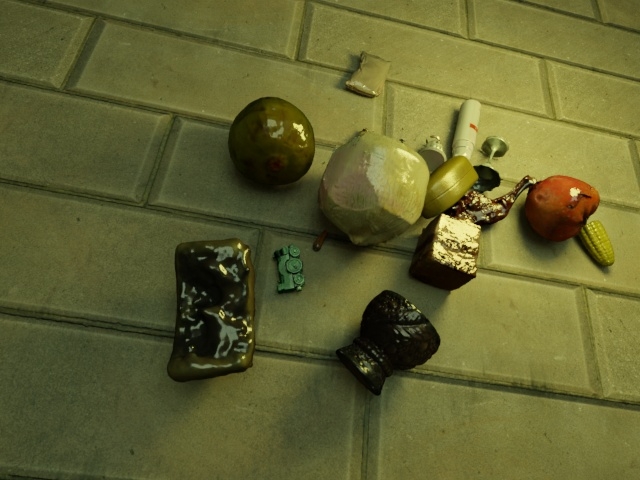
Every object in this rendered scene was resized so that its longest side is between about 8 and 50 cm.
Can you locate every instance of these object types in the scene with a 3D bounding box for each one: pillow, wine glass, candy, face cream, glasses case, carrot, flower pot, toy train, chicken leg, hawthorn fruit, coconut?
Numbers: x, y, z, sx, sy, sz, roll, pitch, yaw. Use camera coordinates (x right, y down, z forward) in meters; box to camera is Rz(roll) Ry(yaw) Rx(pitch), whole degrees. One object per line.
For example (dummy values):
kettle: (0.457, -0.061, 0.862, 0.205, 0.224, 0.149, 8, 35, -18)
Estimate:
pillow: (0.231, -0.788, 2.028, 0.173, 0.067, 0.270, 23, 63, -6)
wine glass: (0.738, -0.343, 1.887, 0.156, 0.156, 0.232, 30, 59, 3)
candy: (1.181, 0.018, 1.833, 0.106, 0.094, 0.198, -16, 76, -19)
face cream: (0.661, -0.488, 1.955, 0.102, 0.102, 0.345, 19, 63, -2)
glasses case: (0.501, -0.231, 1.707, 0.371, 0.173, 0.141, -39, 96, -43)
carrot: (0.000, 0.000, 1.632, 0.032, 0.032, 0.093, 29, 60, 3)
flower pot: (0.206, 0.339, 1.399, 0.267, 0.266, 0.266, -41, 78, -14)
toy train: (-0.113, 0.101, 1.541, 0.105, 0.071, 0.178, -10, 69, -4)
chicken leg: (0.711, -0.153, 1.791, 0.407, 0.096, 0.158, -20, 95, -3)
hawthorn fruit: (0.972, -0.159, 1.789, 0.276, 0.276, 0.307, -14, 47, -17)
coconut: (0.178, -0.158, 1.553, 0.405, 0.404, 0.404, 4, 65, -9)

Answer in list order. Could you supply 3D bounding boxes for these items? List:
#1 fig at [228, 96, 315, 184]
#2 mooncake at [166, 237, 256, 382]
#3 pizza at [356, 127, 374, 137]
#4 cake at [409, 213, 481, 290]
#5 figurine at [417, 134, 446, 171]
fig: (-0.183, -0.379, 1.625, 0.343, 0.343, 0.343, 4, 65, -9)
mooncake: (-0.315, 0.195, 1.272, 0.246, 0.394, 0.393, 0, 25, -15)
pizza: (0.189, -0.413, 1.841, 0.154, 0.069, 0.193, 8, 66, -7)
cake: (0.477, 0.019, 1.626, 0.199, 0.196, 0.293, 20, 64, 0)
figurine: (0.487, -0.394, 1.876, 0.132, 0.132, 0.153, 22, 50, -1)
